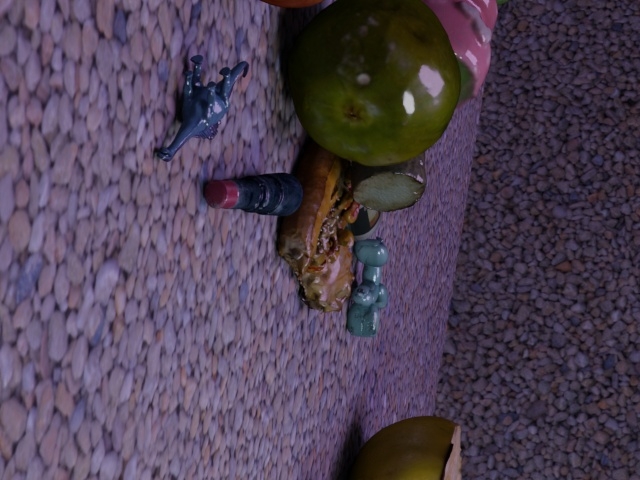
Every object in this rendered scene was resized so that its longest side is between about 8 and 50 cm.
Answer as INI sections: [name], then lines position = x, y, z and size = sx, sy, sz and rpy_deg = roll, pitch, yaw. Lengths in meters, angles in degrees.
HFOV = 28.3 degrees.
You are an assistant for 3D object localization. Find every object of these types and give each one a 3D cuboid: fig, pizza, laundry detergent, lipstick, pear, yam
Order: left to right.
[lipstick]
position = -0.076, -0.050, 1.432
size = 0.234, 0.053, 0.053
rpy_deg = -12, 108, -75
[pizza]
position = 0.000, 0.000, 1.759
size = 0.251, 0.074, 0.287
rpy_deg = -47, 139, -66
[laundry detergent]
position = 0.051, -0.099, 1.940
size = 0.225, 0.070, 0.099
rpy_deg = 76, 29, -55
[yam]
position = 0.092, -0.149, 1.768
size = 0.107, 0.107, 0.194
rpy_deg = 71, 16, -63
[fig]
position = 0.093, -0.217, 1.639
size = 0.314, 0.233, 0.233
rpy_deg = -23, 120, -58
[pear]
position = 0.140, 0.484, 2.342
size = 0.386, 0.191, 0.340
rpy_deg = 61, 41, -70

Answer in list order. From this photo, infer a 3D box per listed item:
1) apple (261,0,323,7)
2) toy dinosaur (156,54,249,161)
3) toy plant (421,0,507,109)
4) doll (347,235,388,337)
[apple]
position = -0.027, -0.317, 1.338
size = 0.146, 0.131, 0.146
rpy_deg = 11, 90, -81
[toy dinosaur]
position = -0.112, -0.137, 1.245
size = 0.197, 0.045, 0.080
rpy_deg = -56, 163, -51
[toy plant]
position = 0.197, -0.375, 2.078
size = 0.317, 0.211, 0.356
rpy_deg = 32, 43, -31
[doll]
position = 0.086, 0.068, 2.200
size = 0.159, 0.059, 0.158
rpy_deg = -67, 159, -49
